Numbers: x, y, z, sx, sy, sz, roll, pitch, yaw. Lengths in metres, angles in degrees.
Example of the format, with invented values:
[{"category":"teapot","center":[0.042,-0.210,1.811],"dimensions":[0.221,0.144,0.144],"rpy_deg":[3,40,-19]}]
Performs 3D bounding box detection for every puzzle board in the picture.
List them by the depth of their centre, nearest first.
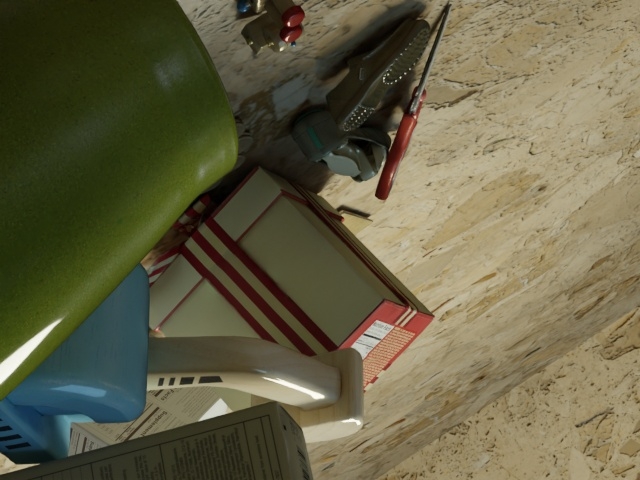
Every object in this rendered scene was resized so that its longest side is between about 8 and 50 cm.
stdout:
[{"category":"puzzle board","center":[0.000,0.000,2.067],"dimensions":[0.128,0.011,0.096],"rpy_deg":[-34,161,18]}]

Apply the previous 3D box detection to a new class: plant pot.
[{"category":"plant pot","center":[-0.264,-0.060,1.140],"dimensions":[0.353,0.366,0.366],"rpy_deg":[-34,162,-16]}]

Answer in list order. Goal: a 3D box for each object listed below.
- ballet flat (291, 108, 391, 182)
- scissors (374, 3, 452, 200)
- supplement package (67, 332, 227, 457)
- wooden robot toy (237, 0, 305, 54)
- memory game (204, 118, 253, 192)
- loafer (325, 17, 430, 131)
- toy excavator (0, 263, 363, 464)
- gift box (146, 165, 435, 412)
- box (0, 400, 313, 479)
[{"category":"ballet flat","center":[0.034,-0.099,1.783],"dimensions":[0.072,0.068,0.213],"rpy_deg":[-36,159,18]},{"category":"scissors","center":[0.106,-0.147,1.742],"dimensions":[0.297,0.021,0.109],"rpy_deg":[108,7,-63]},{"category":"supplement package","center":[-0.250,0.299,2.076],"dimensions":[0.204,0.145,0.262],"rpy_deg":[-44,159,-46]},{"category":"wooden robot toy","center":[-0.023,-0.227,1.398],"dimensions":[0.079,0.076,0.173],"rpy_deg":[-33,163,-19]},{"category":"memory game","center":[-0.158,-0.078,1.666],"dimensions":[0.186,0.012,0.186],"rpy_deg":[-25,161,-10]},{"category":"loafer","center":[0.057,-0.184,1.636],"dimensions":[0.148,0.050,0.056],"rpy_deg":[-48,160,9]},{"category":"toy excavator","center":[-0.198,0.116,1.483],"dimensions":[0.445,0.222,0.433],"rpy_deg":[-2,156,8]},{"category":"gift box","center":[-0.065,0.082,1.810],"dimensions":[0.276,0.258,0.255],"rpy_deg":[-44,160,4]},{"category":"box","center":[-0.162,0.271,1.471],"dimensions":[0.311,0.148,0.121],"rpy_deg":[-14,158,7]}]
